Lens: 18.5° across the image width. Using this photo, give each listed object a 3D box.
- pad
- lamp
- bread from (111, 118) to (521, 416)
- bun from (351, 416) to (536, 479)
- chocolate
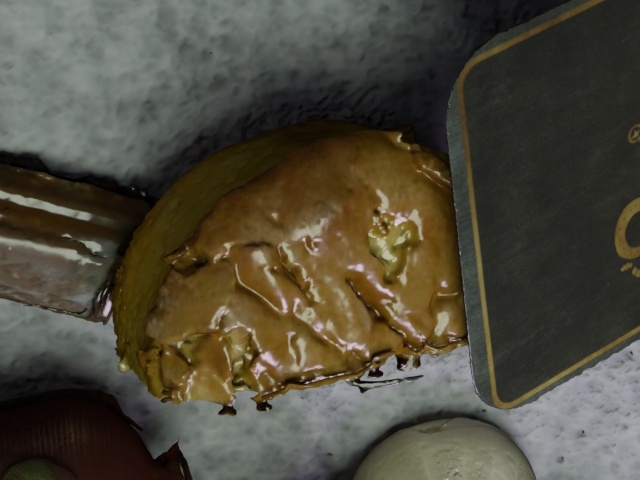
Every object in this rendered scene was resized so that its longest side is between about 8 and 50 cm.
[{"bbox_3d":[0.245,-0.028,1.151,0.375,0.063,0.315,-27,128,-25],"label":"pad"},{"bbox_3d":[-0.202,0.184,1.213,0.258,0.180,0.180,-10,123,-3],"label":"lamp"},{"bbox_3d":[0.005,0.000,1.136,0.260,0.160,0.147,-13,109,-19],"label":"bread"},{"bbox_3d":[0.088,0.195,1.325,0.138,0.094,0.138,-7,126,-9],"label":"bun"},{"bbox_3d":[-0.253,-0.017,1.135,0.329,0.065,0.102,13,117,-22],"label":"chocolate"}]
